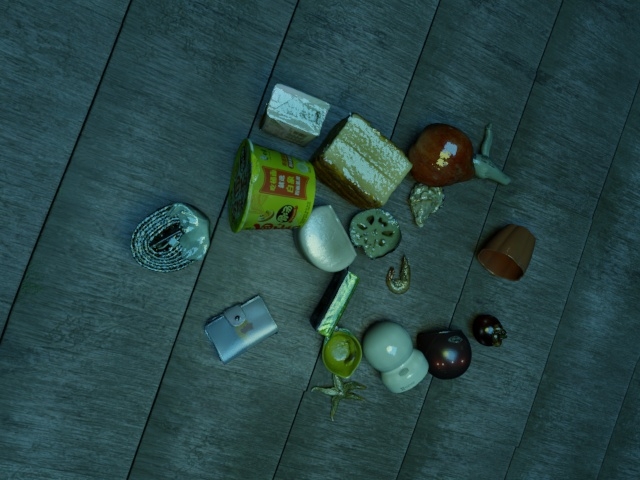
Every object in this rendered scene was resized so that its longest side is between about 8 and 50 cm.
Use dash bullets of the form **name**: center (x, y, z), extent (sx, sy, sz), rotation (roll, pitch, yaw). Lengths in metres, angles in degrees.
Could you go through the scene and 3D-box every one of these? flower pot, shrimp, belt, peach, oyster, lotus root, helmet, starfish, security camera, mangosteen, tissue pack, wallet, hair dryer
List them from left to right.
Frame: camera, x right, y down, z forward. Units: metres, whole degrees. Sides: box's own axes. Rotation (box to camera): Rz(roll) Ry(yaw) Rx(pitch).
- **belt**: center (-0.478, -0.011, 1.351), extent (0.257, 0.150, 0.207), rotation (-30, 108, -9)
- **wallet**: center (-0.278, 0.308, 1.461), extent (0.231, 0.069, 0.170), rotation (-29, 82, -13)
- **tissue pack**: center (-0.095, -0.410, 1.376), extent (0.184, 0.225, 0.124), rotation (20, 89, -14)
- **tissue pack**: center (0.049, 0.215, 1.480), extent (0.073, 0.173, 0.236), rotation (29, 88, -7)
- **starfish**: center (0.074, 0.584, 1.581), extent (0.223, 0.050, 0.217), rotation (9, 99, -9)
- **lotus root**: center (0.194, -0.021, 1.550), extent (0.203, 0.078, 0.183), rotation (-17, 84, -19)
- **security camera**: center (0.262, 0.415, 1.538), extent (0.194, 0.194, 0.236), rotation (-38, 95, -8)
- **shrimp**: center (0.303, 0.130, 1.609), extent (0.095, 0.045, 0.163), rotation (1, 99, 7)
- **oyster**: center (0.412, -0.145, 1.593), extent (0.163, 0.081, 0.191), rotation (3, 97, -18)
- **peach**: center (0.452, -0.297, 1.517), extent (0.256, 0.232, 0.232), rotation (39, 84, 5)
- **helmet**: center (0.483, 0.434, 1.603), extent (0.189, 0.193, 0.216), rotation (-3, 123, -15)
- **mangosteen**: center (0.682, 0.365, 1.659), extent (0.140, 0.140, 0.140), rotation (-1, 94, -13)
- **hair dryer**: center (0.691, -0.319, 1.660), extent (0.219, 0.088, 0.225), rotation (43, 69, -19)
- **flower pot**: center (0.749, 0.036, 1.638), extent (0.190, 0.190, 0.173), rotation (43, 73, -12)

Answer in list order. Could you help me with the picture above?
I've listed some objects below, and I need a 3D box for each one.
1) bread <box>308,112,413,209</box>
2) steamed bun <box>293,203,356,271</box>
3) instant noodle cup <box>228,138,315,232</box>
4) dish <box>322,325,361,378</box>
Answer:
- **bread**: center (0.121, -0.258, 1.412), extent (0.279, 0.279, 0.207), rotation (35, 84, -10)
- **steamed bun**: center (0.000, 0.000, 1.465), extent (0.164, 0.146, 0.242), rotation (-31, 102, -13)
- **instant noodle cup**: center (-0.159, -0.164, 1.354), extent (0.221, 0.311, 0.312), rotation (5, 93, -23)
- **dish**: center (0.072, 0.405, 1.545), extent (0.148, 0.080, 0.208), rotation (-12, 98, -9)
